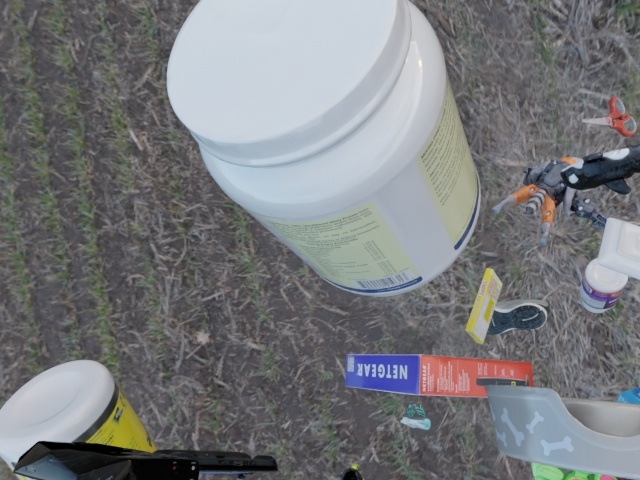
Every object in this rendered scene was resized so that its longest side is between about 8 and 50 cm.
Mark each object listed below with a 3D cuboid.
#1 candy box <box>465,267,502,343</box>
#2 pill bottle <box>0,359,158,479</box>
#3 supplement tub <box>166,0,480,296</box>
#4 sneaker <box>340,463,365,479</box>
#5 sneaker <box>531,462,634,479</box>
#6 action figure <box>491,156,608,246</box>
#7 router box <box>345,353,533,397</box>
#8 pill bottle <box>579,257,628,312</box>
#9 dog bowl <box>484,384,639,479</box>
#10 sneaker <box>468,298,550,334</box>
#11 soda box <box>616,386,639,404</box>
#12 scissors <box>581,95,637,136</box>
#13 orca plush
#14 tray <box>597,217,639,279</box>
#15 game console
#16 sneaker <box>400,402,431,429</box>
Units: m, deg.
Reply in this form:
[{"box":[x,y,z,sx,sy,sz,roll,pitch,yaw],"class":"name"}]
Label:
[{"box":[0.494,0.198,1.643,0.027,0.105,0.206,8,66,42],"class":"candy box"},{"box":[-0.373,0.381,0.916,0.187,0.188,0.334,-4,121,23],"class":"pill bottle"},{"box":[0.025,-0.097,0.554,0.235,0.325,0.236,-10,63,20],"class":"supplement tub"},{"box":[0.040,0.605,1.202,0.084,0.235,0.097,0,127,23],"class":"sneaker"},{"box":[0.789,0.712,1.495,0.482,0.202,0.185,27,79,3],"class":"sneaker"},{"box":[0.778,-0.140,1.771,0.341,0.179,0.330,35,73,27],"class":"action figure"},{"box":[0.265,0.319,1.288,0.335,0.300,0.082,157,120,-63],"class":"router box"},{"box":[0.811,0.137,1.578,0.108,0.193,0.108,-8,59,13],"class":"pill bottle"},{"box":[0.422,0.281,0.807,0.348,0.348,0.102,0,73,23],"class":"dog bowl"},{"box":[0.606,0.240,1.759,0.271,0.108,0.101,-10,98,44],"class":"sneaker"},{"box":[0.809,0.386,1.298,0.209,0.067,0.071,-9,122,-16],"class":"soda box"},{"box":[0.698,-0.277,1.307,0.021,0.297,0.109,-27,92,46],"class":"scissors"},{"box":[0.707,-0.155,1.255,0.287,0.151,0.102,-13,79,30],"class":"orca plush"},{"box":[0.711,0.039,1.100,0.270,0.145,0.030,22,143,16],"class":"tray"},{"box":[-0.194,0.304,0.732,0.213,0.361,0.044,-10,66,38],"class":"game console"},{"box":[0.310,0.563,1.763,0.064,0.166,0.076,25,71,-10],"class":"sneaker"}]
